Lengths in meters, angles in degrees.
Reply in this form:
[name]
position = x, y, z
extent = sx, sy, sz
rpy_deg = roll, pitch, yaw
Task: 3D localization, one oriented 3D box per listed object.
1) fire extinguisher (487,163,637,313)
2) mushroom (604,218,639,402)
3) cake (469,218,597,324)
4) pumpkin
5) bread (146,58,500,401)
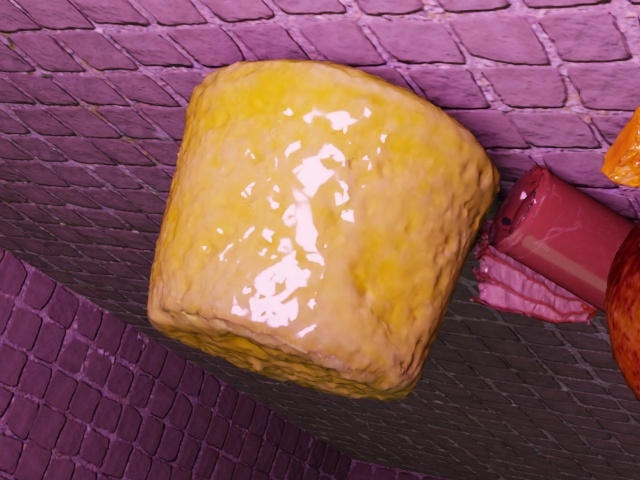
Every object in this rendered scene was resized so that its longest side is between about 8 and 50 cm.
[fire extinguisher]
position = 0.358, 0.027, 1.255
extent = 0.337, 0.147, 0.106
rpy_deg = 30, 147, -9
[mushroom]
position = 0.442, 0.064, 1.006
extent = 0.334, 0.331, 0.356
rpy_deg = 35, 147, 4
[cake]
position = 0.252, 0.043, 1.359
extent = 0.135, 0.098, 0.287
rpy_deg = 18, -179, 31
[pumpkin]
position = 0.316, -0.085, 1.067
extent = 0.074, 0.054, 0.083
rpy_deg = 16, 140, -5
[bread]
position = 0.000, 0.000, 1.195
extent = 0.348, 0.308, 0.348
rpy_deg = 12, 163, 4
